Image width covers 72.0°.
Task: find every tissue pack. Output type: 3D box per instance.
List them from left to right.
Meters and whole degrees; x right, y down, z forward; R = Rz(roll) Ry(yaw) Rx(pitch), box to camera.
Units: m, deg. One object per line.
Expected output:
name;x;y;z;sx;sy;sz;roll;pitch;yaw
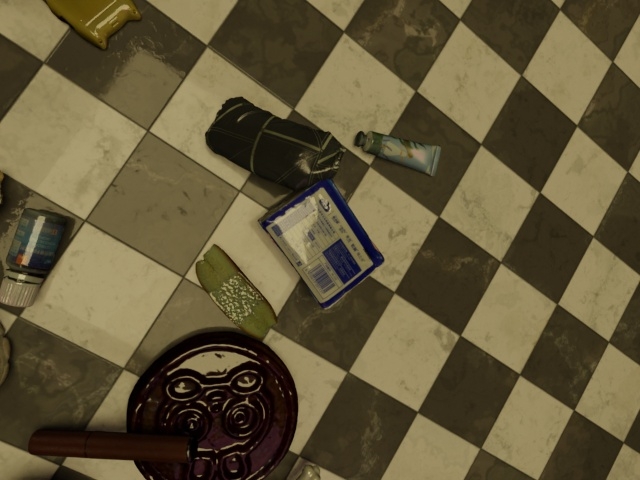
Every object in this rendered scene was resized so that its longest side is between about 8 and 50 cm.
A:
tissue pack;0.000;0.000;1.085;0.209;0.137;0.269;-39;105;-13

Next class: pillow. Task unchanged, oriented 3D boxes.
pillow;-0.108;-0.222;1.021;0.335;0.092;0.161;25;89;13

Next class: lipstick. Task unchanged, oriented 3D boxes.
lipstick;-0.444;0.442;0.950;0.357;0.057;0.057;2;92;4

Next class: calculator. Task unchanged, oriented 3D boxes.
calculator;-0.525;-0.547;0.960;0.236;0.033;0.157;44;81;-11

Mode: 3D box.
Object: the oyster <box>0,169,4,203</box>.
oyster;-0.711;-0.089;0.914;0.103;0.051;0.148;19;78;-5

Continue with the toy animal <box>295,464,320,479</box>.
toy animal;-0.139;0.711;1.064;0.363;0.180;0.181;-36;109;-35

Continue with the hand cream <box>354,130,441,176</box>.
hand cream;0.212;-0.242;1.182;0.256;0.055;0.088;11;89;-23

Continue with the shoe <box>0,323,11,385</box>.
shoe;-0.757;0.174;0.836;0.172;0.198;0.350;-23;97;-13

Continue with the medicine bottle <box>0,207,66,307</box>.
medicine bottle;-0.614;0.037;0.932;0.084;0.083;0.203;19;89;-16

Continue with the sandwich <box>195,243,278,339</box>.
sandwich;-0.198;0.131;1.054;0.094;0.096;0.258;-42;100;-5

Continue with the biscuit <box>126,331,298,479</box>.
biscuit;-0.248;0.424;1.050;0.408;0.091;0.407;-1;93;-17
